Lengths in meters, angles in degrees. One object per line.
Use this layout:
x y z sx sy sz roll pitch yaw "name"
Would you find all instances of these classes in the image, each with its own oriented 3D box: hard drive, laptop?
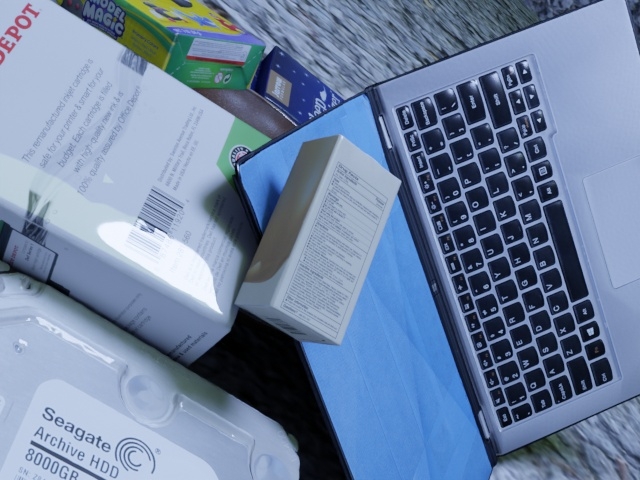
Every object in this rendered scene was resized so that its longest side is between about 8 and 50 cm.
-0.123 0.185 0.386 0.237 0.064 0.339 37 30 -21 "hard drive"
0.174 0.036 0.665 0.236 0.407 0.382 -138 -153 -76 "laptop"

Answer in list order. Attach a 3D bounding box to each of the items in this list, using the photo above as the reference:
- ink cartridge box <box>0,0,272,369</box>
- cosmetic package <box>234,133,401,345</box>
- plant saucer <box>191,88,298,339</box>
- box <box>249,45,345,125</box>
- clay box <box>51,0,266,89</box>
-0.146 -0.039 0.525 0.219 0.092 0.160 31 47 -17 "ink cartridge box"
0.000 0.000 0.499 0.060 0.041 0.115 35 68 -32 "cosmetic package"
-0.070 -0.033 0.735 0.310 0.050 0.311 34 31 -24 "plant saucer"
-0.010 -0.146 0.967 0.225 0.036 0.136 34 32 -21 "box"
-0.172 -0.211 0.741 0.222 0.053 0.127 37 24 21 "clay box"
